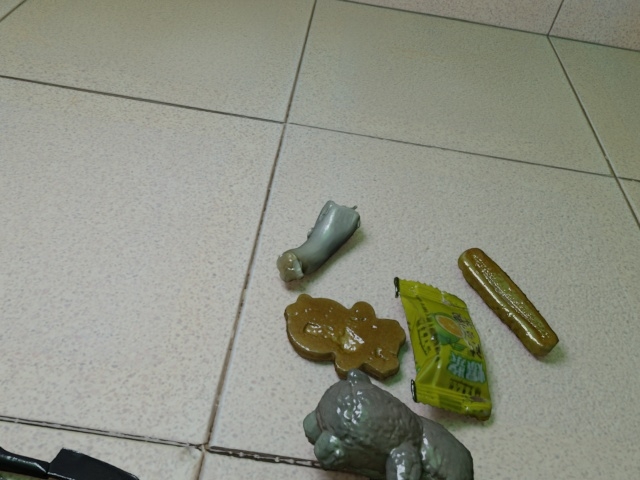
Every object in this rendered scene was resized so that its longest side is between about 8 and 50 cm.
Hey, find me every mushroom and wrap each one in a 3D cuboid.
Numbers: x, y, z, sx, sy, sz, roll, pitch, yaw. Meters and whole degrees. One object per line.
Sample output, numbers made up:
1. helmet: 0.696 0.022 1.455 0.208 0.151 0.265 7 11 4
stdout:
1. mushroom: 0.000 0.001 1.242 0.099 0.096 0.278 28 51 19

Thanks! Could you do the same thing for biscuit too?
1. biscuit: 0.042 0.187 1.099 0.249 0.035 0.184 15 43 6

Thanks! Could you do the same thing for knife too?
1. knife: -0.386 0.349 0.861 0.231 0.028 0.060 14 28 0

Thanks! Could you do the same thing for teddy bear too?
1. teddy bear: 0.108 0.321 0.866 0.267 0.236 0.151 39 88 -14

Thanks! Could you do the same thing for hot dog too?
1. hot dog: 0.398 0.130 1.207 0.088 0.061 0.285 -14 50 -19

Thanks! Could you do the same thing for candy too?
1. candy: 0.236 0.199 1.084 0.187 0.081 0.297 18 43 -19

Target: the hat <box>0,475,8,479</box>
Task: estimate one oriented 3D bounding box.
1. hat: -0.472 0.380 0.766 0.175 0.085 0.147 30 47 19
